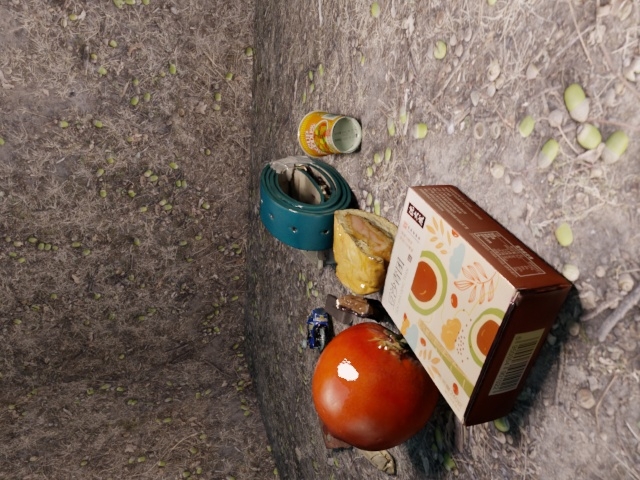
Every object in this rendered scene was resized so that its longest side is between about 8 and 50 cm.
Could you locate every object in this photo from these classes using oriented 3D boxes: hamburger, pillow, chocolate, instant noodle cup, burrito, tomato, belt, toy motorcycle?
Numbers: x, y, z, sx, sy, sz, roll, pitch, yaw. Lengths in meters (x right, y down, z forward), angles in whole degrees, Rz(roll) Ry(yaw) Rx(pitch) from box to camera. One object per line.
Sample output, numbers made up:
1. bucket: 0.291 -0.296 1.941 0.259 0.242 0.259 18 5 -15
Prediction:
1. hamburger: 0.135 0.052 1.370 0.330 0.161 0.209 -130 37 -54
2. pillow: 0.062 0.771 1.921 0.248 0.049 0.135 131 130 -58
3. chocolate: 0.123 0.187 1.338 0.065 0.102 0.329 -70 -19 -4
4. instant noodle cup: 0.040 -0.348 1.563 0.185 0.168 0.169 23 117 57
5. burrito: 0.165 0.698 1.596 0.275 0.059 0.082 0 109 71
6. tomato: 0.133 0.379 1.223 0.321 0.321 0.322 175 90 -70
7. belt: -0.060 -0.144 1.650 0.437 0.299 0.173 -118 30 -55
8. toy motorcycle: -0.014 0.365 1.950 0.315 0.113 0.169 133 140 -75

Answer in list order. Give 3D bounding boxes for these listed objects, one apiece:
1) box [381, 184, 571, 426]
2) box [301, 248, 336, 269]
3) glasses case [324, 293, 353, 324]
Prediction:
1. box: 0.290 0.120 1.010 0.385 0.122 0.345 -121 31 -51
2. box: 0.000 0.000 1.779 0.227 0.129 0.162 -137 45 -63
3. glasses case: 0.066 0.256 1.786 0.190 0.042 0.072 -161 74 -69
